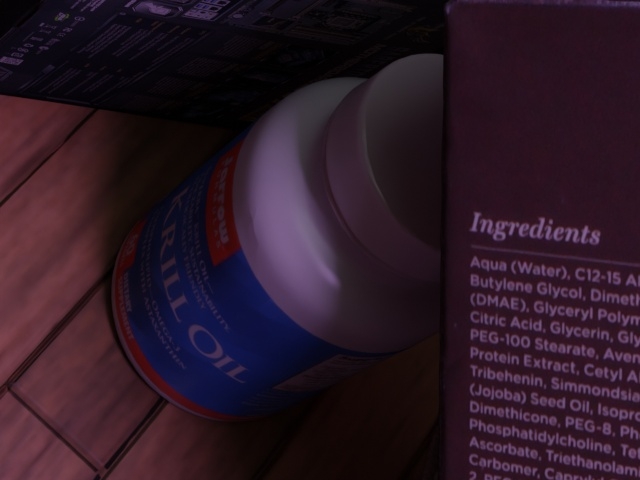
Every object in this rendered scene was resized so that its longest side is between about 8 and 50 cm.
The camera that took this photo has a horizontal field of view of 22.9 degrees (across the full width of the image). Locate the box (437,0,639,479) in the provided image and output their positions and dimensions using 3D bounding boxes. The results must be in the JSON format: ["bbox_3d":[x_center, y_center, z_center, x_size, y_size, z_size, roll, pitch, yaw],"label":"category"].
[{"bbox_3d":[0.144,0.088,0.621,0.191,0.143,0.381,-23,114,-57],"label":"box"}]

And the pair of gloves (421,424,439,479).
[{"bbox_3d":[0.088,0.228,0.752,0.204,0.042,0.240,46,41,-31],"label":"pair of gloves"}]

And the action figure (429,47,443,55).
[{"bbox_3d":[0.118,-0.124,0.919,0.341,0.179,0.330,-19,86,-65],"label":"action figure"}]

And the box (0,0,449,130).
[{"bbox_3d":[-0.049,-0.112,0.729,0.183,0.233,0.059,7,77,-28],"label":"box"}]

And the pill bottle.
[{"bbox_3d":[0.000,0.000,0.719,0.124,0.221,0.124,12,65,-27],"label":"pill bottle"}]
